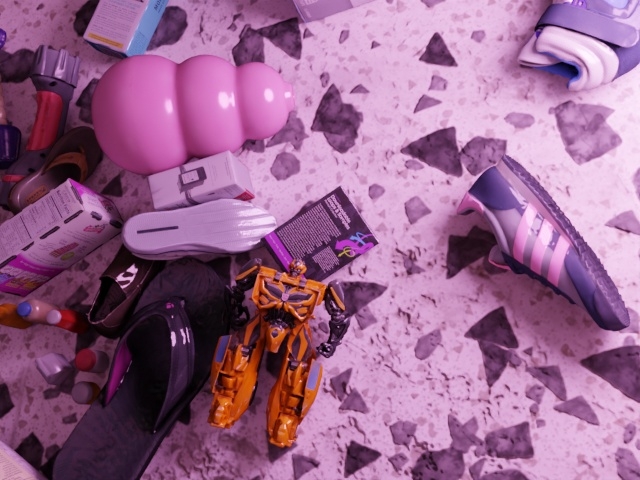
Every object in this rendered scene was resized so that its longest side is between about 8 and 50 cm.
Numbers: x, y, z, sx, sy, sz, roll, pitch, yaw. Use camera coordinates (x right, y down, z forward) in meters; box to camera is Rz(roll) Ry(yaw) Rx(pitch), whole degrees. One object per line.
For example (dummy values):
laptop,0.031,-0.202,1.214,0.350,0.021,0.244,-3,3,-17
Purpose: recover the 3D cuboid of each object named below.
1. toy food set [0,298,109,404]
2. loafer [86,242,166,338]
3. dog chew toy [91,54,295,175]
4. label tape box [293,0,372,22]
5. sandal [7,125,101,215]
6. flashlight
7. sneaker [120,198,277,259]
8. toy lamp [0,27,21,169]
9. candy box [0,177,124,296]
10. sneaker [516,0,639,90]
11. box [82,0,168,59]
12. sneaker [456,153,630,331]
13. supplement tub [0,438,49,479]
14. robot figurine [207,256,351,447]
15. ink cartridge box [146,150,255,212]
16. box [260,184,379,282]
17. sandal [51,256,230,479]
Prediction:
toy food set,-0.459,0.176,1.538,0.111,0.104,0.232,-43,71,2
loafer,-0.332,0.064,1.542,0.080,0.078,0.220,19,84,18
dog chew toy,-0.209,-0.222,1.516,0.332,0.206,0.206,-8,76,5
label tape box,0.097,-0.554,1.549,0.348,0.115,0.249,-16,75,8
sandal,-0.454,-0.118,1.574,0.060,0.090,0.219,-1,36,40
flashlight,-0.510,-0.198,1.627,0.103,0.103,0.303,11,84,-22
sneaker,-0.205,-0.017,1.516,0.258,0.091,0.094,-1,80,-12
toy lamp,-0.613,-0.266,1.689,0.080,0.080,0.274,-18,73,10
candy box,-0.475,0.000,1.552,0.233,0.159,0.071,-32,73,5
sneaker,0.386,-0.390,1.425,0.236,0.130,0.322,-35,77,1
box,-0.339,-0.457,1.666,0.101,0.060,0.244,22,85,18
sneaker,0.338,0.026,1.377,0.131,0.112,0.319,-41,68,21
supplement tub,-0.534,0.459,1.428,0.325,0.235,0.235,33,88,19
robot figurine,-0.072,0.170,1.432,0.211,0.085,0.290,15,91,5
ink cartridge box,-0.202,-0.090,1.525,0.151,0.109,0.063,-17,76,10
box,0.000,0.000,1.479,0.162,0.029,0.116,-33,92,6
sandal,-0.276,0.221,1.439,0.168,0.107,0.445,21,69,9
